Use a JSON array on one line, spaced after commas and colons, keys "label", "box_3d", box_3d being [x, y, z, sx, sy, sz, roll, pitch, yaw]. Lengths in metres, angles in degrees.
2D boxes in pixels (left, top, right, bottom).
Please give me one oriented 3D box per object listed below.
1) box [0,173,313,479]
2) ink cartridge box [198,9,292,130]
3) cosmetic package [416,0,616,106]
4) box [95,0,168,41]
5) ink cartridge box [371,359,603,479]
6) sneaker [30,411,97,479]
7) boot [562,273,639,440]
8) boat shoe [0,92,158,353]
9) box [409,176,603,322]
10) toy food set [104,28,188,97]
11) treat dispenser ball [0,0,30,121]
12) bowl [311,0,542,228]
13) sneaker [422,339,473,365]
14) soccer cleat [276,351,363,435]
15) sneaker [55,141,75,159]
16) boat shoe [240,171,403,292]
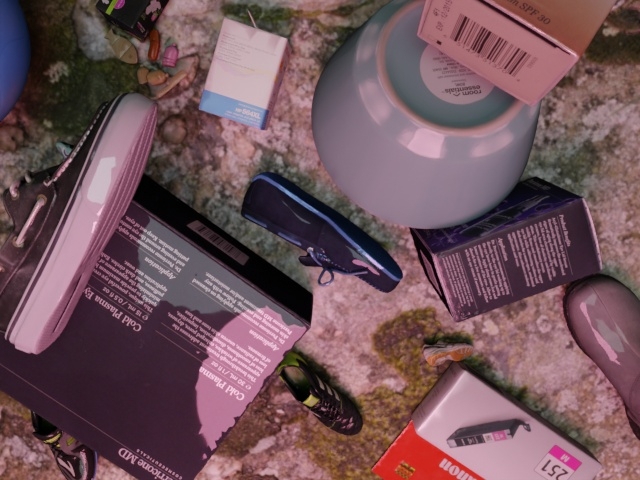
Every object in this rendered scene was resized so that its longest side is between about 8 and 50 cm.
[{"label": "box", "box_3d": [-0.236, 0.121, 0.807, 0.343, 0.179, 0.312, 36, 96, -5]}, {"label": "ink cartridge box", "box_3d": [-0.099, -0.235, 0.789, 0.089, 0.092, 0.143, 18, 100, -3]}, {"label": "cosmetic package", "box_3d": [0.239, -0.304, 0.546, 0.153, 0.129, 0.296, 32, 85, 5]}, {"label": "box", "box_3d": [-0.257, -0.333, 0.787, 0.062, 0.052, 0.083, 30, 87, 2]}, {"label": "ink cartridge box", "box_3d": [0.257, 0.361, 0.903, 0.275, 0.060, 0.239, 35, 97, -5]}, {"label": "sneaker", "box_3d": [-0.413, 0.307, 0.891, 0.067, 0.078, 0.188, -18, 99, 4]}, {"label": "boot", "box_3d": [0.486, 0.207, 0.790, 0.118, 0.223, 0.338, -35, 97, 7]}, {"label": "boat shoe", "box_3d": [-0.298, -0.027, 0.634, 0.119, 0.121, 0.335, 30, 100, -8]}, {"label": "box", "box_3d": [0.249, 0.007, 0.790, 0.207, 0.153, 0.108, -22, 107, 3]}, {"label": "toy food set", "box_3d": [-0.247, -0.270, 0.824, 0.078, 0.019, 0.122, -37, 89, 6]}, {"label": "treat dispenser ball", "box_3d": [-0.516, -0.252, 0.695, 0.288, 0.288, 0.288, 0, 100, 1]}, {"label": "bowl", "box_3d": [0.145, -0.184, 0.710, 0.311, 0.163, 0.312, 1, 77, -2]}, {"label": "sneaker", "box_3d": [0.198, 0.168, 0.885, 0.083, 0.037, 0.032, -4, 122, -21]}, {"label": "soccer cleat", "box_3d": [-0.004, 0.246, 0.878, 0.179, 0.072, 0.060, 45, 97, -6]}, {"label": "sneaker", "box_3d": [-0.363, -0.095, 0.844, 0.098, 0.038, 0.069, 38, 97, -5]}, {"label": "boat shoe", "box_3d": [0.000, 0.000, 0.836, 0.258, 0.109, 0.089, 37, 106, 11]}]
